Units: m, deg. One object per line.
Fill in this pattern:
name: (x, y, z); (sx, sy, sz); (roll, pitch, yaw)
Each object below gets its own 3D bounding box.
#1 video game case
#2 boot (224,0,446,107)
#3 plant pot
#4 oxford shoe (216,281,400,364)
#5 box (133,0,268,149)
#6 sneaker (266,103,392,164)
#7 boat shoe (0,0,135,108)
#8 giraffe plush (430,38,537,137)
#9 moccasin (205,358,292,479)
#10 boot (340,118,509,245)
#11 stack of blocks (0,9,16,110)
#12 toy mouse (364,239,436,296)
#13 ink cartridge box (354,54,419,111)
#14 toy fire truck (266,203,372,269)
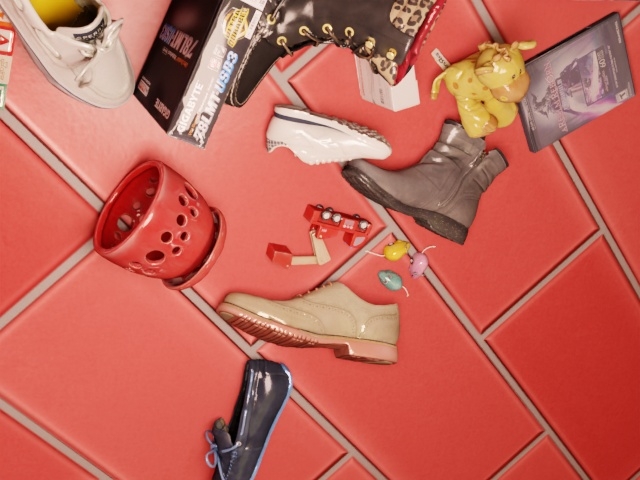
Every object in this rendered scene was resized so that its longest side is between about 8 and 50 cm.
video game case: (0.540, -0.335, 1.553); (0.274, 0.026, 0.196); (-30, 118, -8)
boot: (0.013, -0.343, 1.213); (0.284, 0.138, 0.378); (32, 91, 9)
plant pot: (-0.272, -0.021, 1.278); (0.174, 0.191, 0.191); (33, 96, -36)
oxford shoe: (-0.018, 0.151, 1.498); (0.396, 0.140, 0.147); (17, 73, -21)
box: (-0.184, -0.319, 1.126); (0.073, 0.295, 0.294); (21, 103, -29)
sneaker: (0.016, -0.182, 1.359); (0.234, 0.090, 0.095); (16, 104, 0)
boat shoe: (-0.355, -0.315, 1.071); (0.136, 0.156, 0.367); (-52, 147, -18)
giraffe plush: (0.328, -0.311, 1.374); (0.210, 0.170, 0.182); (32, 76, -17)
moccasin: (-0.178, 0.402, 1.530); (0.116, 0.137, 0.342); (24, 87, -23)
boot: (0.212, -0.151, 1.468); (0.338, 0.118, 0.223); (25, 93, -33)
stack of blocks: (-0.503, -0.349, 1.068); (0.171, 0.087, 0.297); (-5, 116, -53)
toy mouse: (0.183, 0.067, 1.573); (0.160, 0.031, 0.143); (-17, 116, -14)
ink cartridge box: (0.122, -0.303, 1.342); (0.056, 0.135, 0.099); (-19, 117, -16)
toy fire truck: (0.000, 0.000, 1.466); (0.191, 0.047, 0.135); (13, 106, -26)
